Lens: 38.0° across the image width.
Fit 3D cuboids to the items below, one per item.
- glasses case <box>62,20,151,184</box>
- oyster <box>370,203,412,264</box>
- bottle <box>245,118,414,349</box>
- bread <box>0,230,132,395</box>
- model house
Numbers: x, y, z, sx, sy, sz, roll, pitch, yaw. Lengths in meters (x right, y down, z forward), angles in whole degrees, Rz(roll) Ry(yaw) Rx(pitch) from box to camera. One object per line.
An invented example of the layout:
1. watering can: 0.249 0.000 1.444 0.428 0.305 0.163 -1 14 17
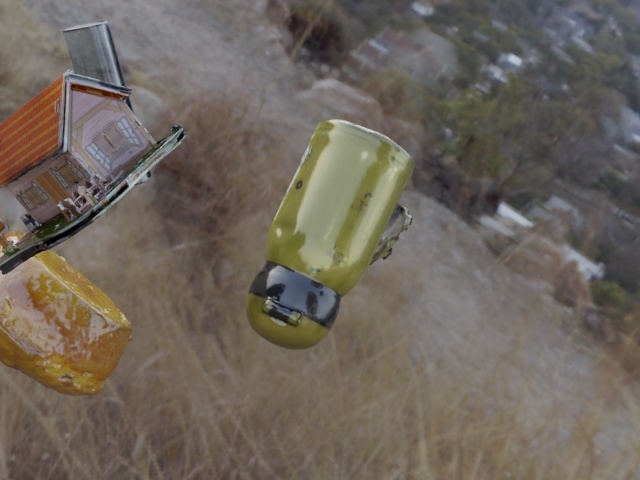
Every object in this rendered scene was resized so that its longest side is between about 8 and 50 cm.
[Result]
1. glasses case: -0.397 -0.249 1.720 0.114 0.299 0.060 5 24 43
2. oyster: 0.061 -0.013 2.106 0.094 0.294 0.166 36 25 -61
3. bottle: 0.000 0.000 1.443 0.172 0.351 0.171 25 -9 4
4. bread: -0.450 0.117 1.499 0.312 0.172 0.312 38 -7 6
5. model house: -0.331 -0.096 1.147 0.154 0.294 0.207 53 48 -15
